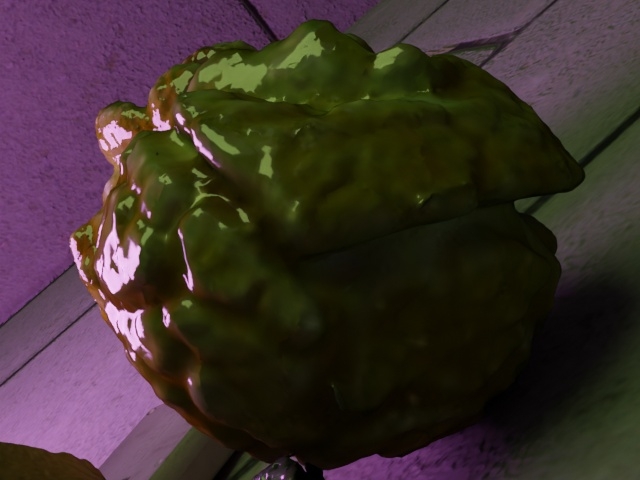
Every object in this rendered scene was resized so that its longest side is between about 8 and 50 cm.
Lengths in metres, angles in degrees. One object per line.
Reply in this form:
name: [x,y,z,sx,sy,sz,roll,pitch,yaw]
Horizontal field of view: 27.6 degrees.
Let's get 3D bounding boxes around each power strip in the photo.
power strip: [-0.140,0.194,0.967,0.118,0.046,0.270,-25,15,37]

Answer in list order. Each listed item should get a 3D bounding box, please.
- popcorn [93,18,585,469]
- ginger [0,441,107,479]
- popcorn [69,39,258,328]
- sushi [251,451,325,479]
popcorn: [0.000,0.004,0.762,0.282,0.282,0.247,-43,54,-13]
ginger: [-0.199,0.222,0.755,0.276,0.130,0.221,-20,51,10]
popcorn: [-0.080,-0.018,1.070,0.226,0.276,0.276,-10,32,52]
sushi: [-0.022,0.172,0.681,0.098,0.084,0.094,-38,17,26]
